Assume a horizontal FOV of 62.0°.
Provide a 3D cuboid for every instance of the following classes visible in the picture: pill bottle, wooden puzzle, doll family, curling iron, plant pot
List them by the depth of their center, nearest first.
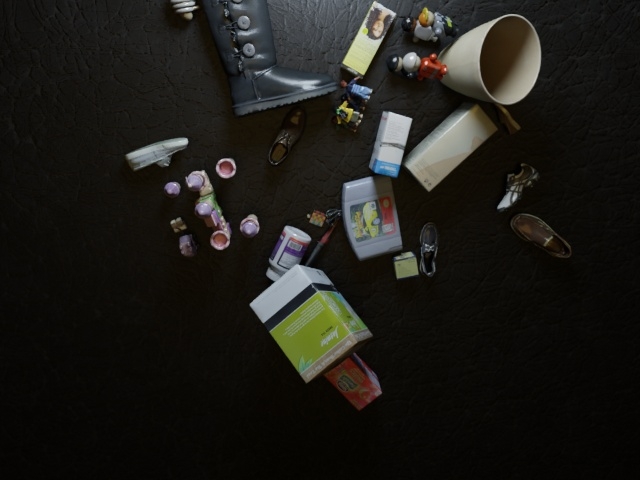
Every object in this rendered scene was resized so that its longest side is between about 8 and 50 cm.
[{"bbox_3d":[0.506,-0.565,1.700,0.256,0.274,0.257,-7,106,-26],"label":"plant pot"},{"bbox_3d":[0.097,-0.464,1.822,0.111,0.076,0.193,20,102,-7],"label":"doll family"},{"bbox_3d":[-0.121,0.055,1.932,0.108,0.108,0.194,26,103,-10],"label":"pill bottle"},{"bbox_3d":[-0.009,-0.081,1.954,0.083,0.006,0.049,21,103,-9],"label":"wooden puzzle"},{"bbox_3d":[0.000,0.000,1.958,0.068,0.035,0.274,20,107,-36],"label":"curling iron"}]

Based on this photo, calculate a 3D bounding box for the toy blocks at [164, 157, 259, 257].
[{"bbox_3d":[-0.391,-0.094,1.797,0.308,0.260,0.289,-20,106,2],"label":"toy blocks"}]

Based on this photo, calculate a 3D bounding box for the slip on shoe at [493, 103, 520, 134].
[{"bbox_3d":[0.649,-0.431,1.877,0.041,0.051,0.135,-41,110,20],"label":"slip on shoe"}]

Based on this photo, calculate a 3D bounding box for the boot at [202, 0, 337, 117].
[{"bbox_3d":[-0.165,-0.660,1.728,0.366,0.146,0.445,-13,101,-1],"label":"boot"}]

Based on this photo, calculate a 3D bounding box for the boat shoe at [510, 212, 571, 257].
[{"bbox_3d":[0.826,-0.017,1.973,0.257,0.095,0.095,28,102,-10],"label":"boat shoe"}]

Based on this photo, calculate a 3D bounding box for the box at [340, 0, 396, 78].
[{"bbox_3d":[0.156,-0.665,1.777,0.087,0.058,0.232,25,103,-10],"label":"box"}]

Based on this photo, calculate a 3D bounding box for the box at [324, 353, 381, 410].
[{"bbox_3d":[0.107,0.510,2.059,0.122,0.128,0.257,-40,104,7],"label":"box"}]

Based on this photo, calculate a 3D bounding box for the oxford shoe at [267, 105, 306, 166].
[{"bbox_3d":[-0.110,-0.353,1.829,0.082,0.096,0.227,25,101,-8],"label":"oxford shoe"}]

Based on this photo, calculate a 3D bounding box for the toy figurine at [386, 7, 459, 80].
[{"bbox_3d":[0.323,-0.626,1.716,0.148,0.213,0.210,11,105,-17],"label":"toy figurine"}]

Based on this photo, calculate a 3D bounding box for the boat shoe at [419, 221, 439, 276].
[{"bbox_3d":[0.410,0.037,1.979,0.075,0.065,0.206,1,105,-3],"label":"boat shoe"}]

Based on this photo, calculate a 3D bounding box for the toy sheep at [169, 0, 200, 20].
[{"bbox_3d":[-0.439,-0.772,1.701,0.091,0.091,0.132,-13,111,0],"label":"toy sheep"}]

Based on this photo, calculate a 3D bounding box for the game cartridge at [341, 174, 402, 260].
[{"bbox_3d":[0.180,-0.079,1.927,0.196,0.060,0.294,-14,106,-6],"label":"game cartridge"}]

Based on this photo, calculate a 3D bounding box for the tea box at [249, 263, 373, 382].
[{"bbox_3d":[-0.020,0.279,1.831,0.220,0.329,0.323,-40,77,7],"label":"tea box"}]

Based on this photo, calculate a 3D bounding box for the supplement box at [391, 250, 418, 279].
[{"bbox_3d":[0.317,0.094,1.994,0.083,0.056,0.083,-12,106,0],"label":"supplement box"}]

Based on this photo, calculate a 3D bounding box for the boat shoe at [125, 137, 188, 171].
[{"bbox_3d":[-0.555,-0.293,1.834,0.227,0.079,0.081,-15,112,7],"label":"boat shoe"}]

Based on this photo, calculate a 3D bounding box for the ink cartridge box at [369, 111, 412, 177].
[{"bbox_3d":[0.238,-0.331,1.826,0.085,0.148,0.203,13,105,-6],"label":"ink cartridge box"}]

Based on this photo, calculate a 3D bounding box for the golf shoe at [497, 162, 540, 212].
[{"bbox_3d":[0.699,-0.192,1.938,0.094,0.077,0.198,41,95,2],"label":"golf shoe"}]

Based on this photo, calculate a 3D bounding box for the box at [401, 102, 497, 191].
[{"bbox_3d":[0.437,-0.326,1.842,0.311,0.148,0.121,-42,104,9],"label":"box"}]
